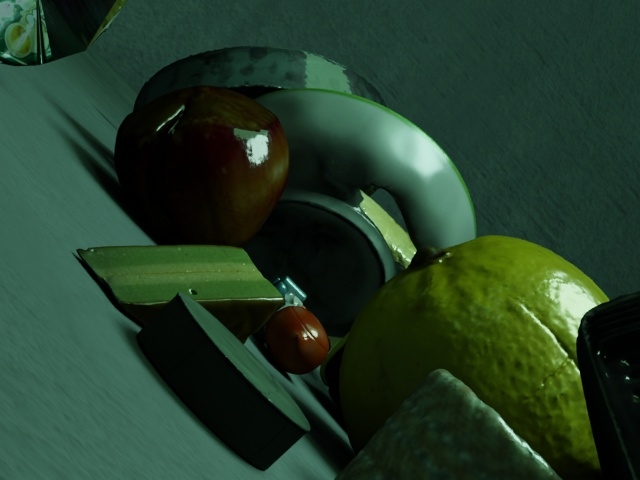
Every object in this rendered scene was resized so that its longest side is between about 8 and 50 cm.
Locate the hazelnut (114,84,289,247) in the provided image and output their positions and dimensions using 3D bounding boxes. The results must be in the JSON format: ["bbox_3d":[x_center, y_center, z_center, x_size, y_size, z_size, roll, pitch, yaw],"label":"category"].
[{"bbox_3d":[-0.123,-0.070,1.941,0.204,0.178,0.178,7,-26,40],"label":"hazelnut"}]

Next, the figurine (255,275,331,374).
[{"bbox_3d":[-0.032,0.088,1.920,0.075,0.068,0.140,48,-1,-23],"label":"figurine"}]

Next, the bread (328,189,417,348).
[{"bbox_3d":[0.021,0.042,2.237,0.125,0.188,0.068,47,20,-7],"label":"bread"}]

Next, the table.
[{"bbox_3d":[-0.067,0.098,1.314,0.133,0.043,0.133,47,2,-2],"label":"table"}]

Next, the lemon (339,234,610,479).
[{"bbox_3d":[0.161,0.148,1.745,0.297,0.297,0.297,46,2,-2],"label":"lemon"}]

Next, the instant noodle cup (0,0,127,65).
[{"bbox_3d":[-0.315,-0.303,1.861,0.240,0.240,0.178,45,-6,-35],"label":"instant noodle cup"}]

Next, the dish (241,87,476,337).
[{"bbox_3d":[0.000,0.000,2.065,0.324,0.324,0.124,46,41,-18],"label":"dish"}]

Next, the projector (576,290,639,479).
[{"bbox_3d":[0.375,0.276,1.484,0.395,0.242,0.405,-98,171,-58],"label":"projector"}]

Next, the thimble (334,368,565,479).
[{"bbox_3d":[0.124,0.219,1.494,0.196,0.148,0.229,45,-1,31],"label":"thimble"}]

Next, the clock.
[{"bbox_3d":[-0.071,-0.117,2.179,0.312,0.313,0.061,44,40,-51],"label":"clock"}]

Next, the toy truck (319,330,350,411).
[{"bbox_3d":[0.192,0.240,1.989,0.405,0.180,0.254,48,-1,19],"label":"toy truck"}]

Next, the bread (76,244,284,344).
[{"bbox_3d":[-0.103,0.027,1.400,0.074,0.084,0.139,49,4,37],"label":"bread"}]

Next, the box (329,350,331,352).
[{"bbox_3d":[-0.065,0.050,2.379,0.269,0.043,0.152,47,2,0],"label":"box"}]
